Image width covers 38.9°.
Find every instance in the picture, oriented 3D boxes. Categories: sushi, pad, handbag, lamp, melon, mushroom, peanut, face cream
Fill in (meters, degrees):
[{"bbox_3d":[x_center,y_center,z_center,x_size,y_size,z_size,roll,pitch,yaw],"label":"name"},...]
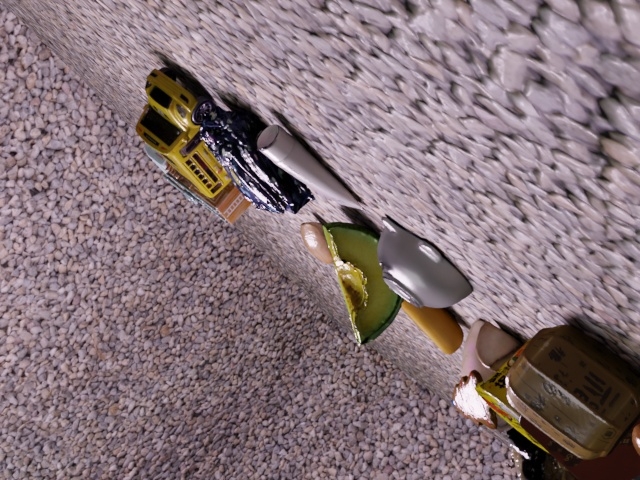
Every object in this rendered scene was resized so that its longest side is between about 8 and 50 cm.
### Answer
[{"bbox_3d":[0.558,0.513,2.124,0.238,0.218,0.225,-26,-80,-70],"label":"sushi"},{"bbox_3d":[0.465,0.321,1.501,0.267,0.181,0.004,42,-157,-25],"label":"pad"},{"bbox_3d":[-0.128,-0.153,1.773,0.260,0.113,0.162,52,161,-28],"label":"handbag"},{"bbox_3d":[0.380,0.225,1.351,0.185,0.161,0.161,37,172,25],"label":"lamp"},{"bbox_3d":[0.091,0.057,1.872,0.169,0.129,0.265,-115,8,-70],"label":"melon"},{"bbox_3d":[0.331,0.267,1.813,0.173,0.162,0.236,30,166,44],"label":"mushroom"},{"bbox_3d":[0.000,0.000,2.196,0.076,0.076,0.152,32,165,43],"label":"peanut"},{"bbox_3d":[-0.018,-0.124,1.640,0.243,0.058,0.092,37,171,-37],"label":"face cream"}]

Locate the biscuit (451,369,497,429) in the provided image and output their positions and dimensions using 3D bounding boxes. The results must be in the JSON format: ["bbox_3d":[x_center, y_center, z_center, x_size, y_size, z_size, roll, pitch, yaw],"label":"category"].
[{"bbox_3d":[0.291,0.309,1.740,0.130,0.019,0.120,-28,81,62],"label":"biscuit"}]

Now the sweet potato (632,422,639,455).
[{"bbox_3d":[0.572,0.329,1.323,0.097,0.097,0.251,44,166,-33],"label":"sweet potato"}]

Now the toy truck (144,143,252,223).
[{"bbox_3d":[-0.290,-0.178,2.204,0.305,0.162,0.136,36,172,25],"label":"toy truck"}]

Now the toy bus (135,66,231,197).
[{"bbox_3d":[-0.284,-0.224,1.950,0.145,0.151,0.331,39,174,25],"label":"toy bus"}]

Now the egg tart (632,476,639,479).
[{"bbox_3d":[0.588,0.428,1.784,0.234,0.094,0.234,37,171,7],"label":"egg tart"}]

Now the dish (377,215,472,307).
[{"bbox_3d":[0.165,0.059,1.681,0.228,0.086,0.236,35,171,33],"label":"dish"}]

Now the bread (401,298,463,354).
[{"bbox_3d":[0.227,0.152,1.974,0.239,0.074,0.093,46,-174,-31],"label":"bread"}]

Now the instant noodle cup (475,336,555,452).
[{"bbox_3d":[0.386,0.265,1.601,0.182,0.144,0.182,40,173,6],"label":"instant noodle cup"}]
